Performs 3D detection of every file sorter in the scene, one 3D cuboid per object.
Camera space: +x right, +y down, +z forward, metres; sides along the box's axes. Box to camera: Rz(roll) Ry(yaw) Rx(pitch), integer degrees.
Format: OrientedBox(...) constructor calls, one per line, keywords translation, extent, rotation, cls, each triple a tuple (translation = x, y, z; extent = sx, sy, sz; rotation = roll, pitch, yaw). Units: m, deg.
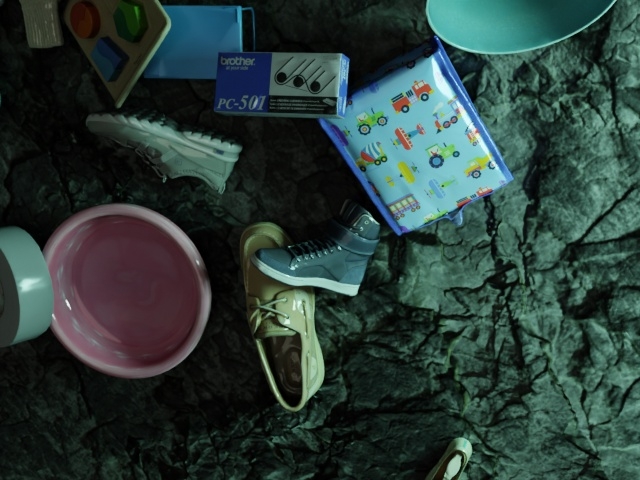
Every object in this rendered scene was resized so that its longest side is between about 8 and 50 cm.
OrientedBox(translation=(-0.202, -0.336, 1.643), extent=(0.170, 0.104, 0.118), rotation=(3, 105, 11), cls="file sorter")

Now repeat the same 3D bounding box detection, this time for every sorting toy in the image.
OrientedBox(translation=(-0.326, -0.394, 1.594), extent=(0.307, 0.041, 0.229), rotation=(-45, 69, 42), cls="sorting toy")

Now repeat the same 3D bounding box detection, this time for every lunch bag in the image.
OrientedBox(translation=(0.166, -0.149, 1.610), extent=(0.221, 0.138, 0.293), rotation=(-28, 106, 15), cls="lunch bag")

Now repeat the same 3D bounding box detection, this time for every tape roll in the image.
OrientedBox(translation=(-0.584, 0.084, 1.805), extent=(0.219, 0.072, 0.219), rotation=(14, 112, 40), cls="tape roll")

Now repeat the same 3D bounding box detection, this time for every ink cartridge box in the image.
OrientedBox(translation=(-0.062, -0.244, 1.534), extent=(0.207, 0.046, 0.097), rotation=(5, 90, 18), cls="ink cartridge box")

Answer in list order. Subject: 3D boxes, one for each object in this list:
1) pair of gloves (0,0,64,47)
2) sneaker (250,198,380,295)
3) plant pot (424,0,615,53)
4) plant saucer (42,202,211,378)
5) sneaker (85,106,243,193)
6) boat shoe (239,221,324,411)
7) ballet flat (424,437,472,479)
OrientedBox(translation=(-0.560, -0.444, 1.712), extent=(0.240, 0.042, 0.204), rotation=(10, 107, 20), cls="pair of gloves")
OrientedBox(translation=(0.000, -0.001, 1.654), extent=(0.226, 0.086, 0.163), rotation=(11, 114, -37), cls="sneaker")
OrientedBox(translation=(0.284, -0.441, 1.442), extent=(0.290, 0.290, 0.195), rotation=(-15, 64, 16), cls="plant pot")
OrientedBox(translation=(-0.354, 0.088, 1.801), extent=(0.332, 0.084, 0.332), rotation=(3, 104, 11), cls="plant saucer")
OrientedBox(translation=(-0.283, -0.158, 1.707), extent=(0.281, 0.105, 0.115), rotation=(17, 107, 7), cls="sneaker")
OrientedBox(translation=(-0.070, 0.135, 1.735), extent=(0.122, 0.110, 0.341), rotation=(-13, 101, 16), cls="boat shoe")
OrientedBox(translation=(0.225, 0.434, 1.779), extent=(0.057, 0.052, 0.168), rotation=(23, 108, 6), cls="ballet flat")
